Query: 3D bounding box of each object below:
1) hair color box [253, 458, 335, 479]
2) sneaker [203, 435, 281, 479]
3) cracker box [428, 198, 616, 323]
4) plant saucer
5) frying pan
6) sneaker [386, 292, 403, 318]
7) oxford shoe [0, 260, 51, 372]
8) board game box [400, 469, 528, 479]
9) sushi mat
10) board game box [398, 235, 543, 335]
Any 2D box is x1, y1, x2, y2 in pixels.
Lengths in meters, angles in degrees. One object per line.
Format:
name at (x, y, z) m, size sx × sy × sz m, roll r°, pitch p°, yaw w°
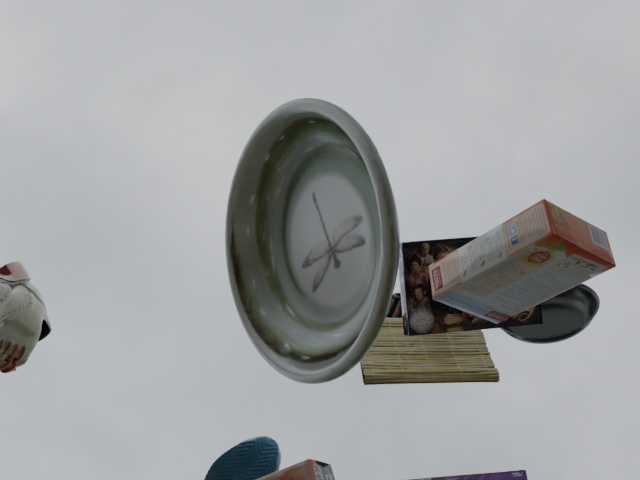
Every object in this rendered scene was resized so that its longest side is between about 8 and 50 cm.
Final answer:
hair color box at (-0.060, 0.259, 0.664) m, size 0.167 × 0.093 × 0.053 m, roll -25°, pitch -29°, yaw 13°
sneaker at (-0.125, 0.369, 1.132) m, size 0.087 × 0.092 × 0.228 m, roll 36°, pitch -73°, yaw 14°
cracker box at (0.303, 0.039, 1.195) m, size 0.156 × 0.067 × 0.232 m, roll 22°, pitch -41°, yaw -34°
plant saucer at (0.000, 0.000, 1.127) m, size 0.100 × 0.400 × 0.400 m, roll -2°, pitch -42°, yaw -37°
frying pan at (0.369, 0.140, 1.508) m, size 0.326 × 0.197 × 0.053 m, roll -5°, pitch -63°, yaw 28°
sneaker at (0.257, 0.212, 1.734) m, size 0.135 × 0.276 × 0.097 m, roll 12°, pitch -69°, yaw -34°
oxford shoe at (-0.494, 0.132, 1.175) m, size 0.140 × 0.397 × 0.146 m, roll -36°, pitch -83°, yaw 5°
board game box at (0.214, 0.469, 1.129) m, size 0.208 × 0.056 × 0.347 m, roll -11°, pitch -58°, yaw 10°
sushi mat at (0.210, 0.218, 1.568) m, size 0.317 × 0.151 × 0.019 m, roll 3°, pitch -42°, yaw -24°
board game box at (0.262, 0.076, 1.379) m, size 0.243 × 0.042 × 0.165 m, roll -5°, pitch -93°, yaw -8°
